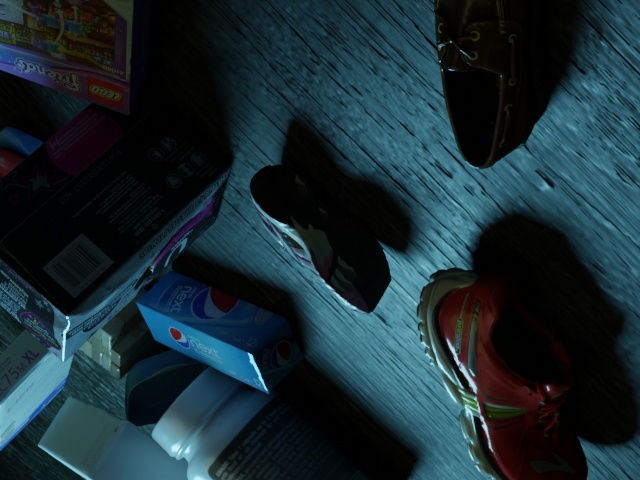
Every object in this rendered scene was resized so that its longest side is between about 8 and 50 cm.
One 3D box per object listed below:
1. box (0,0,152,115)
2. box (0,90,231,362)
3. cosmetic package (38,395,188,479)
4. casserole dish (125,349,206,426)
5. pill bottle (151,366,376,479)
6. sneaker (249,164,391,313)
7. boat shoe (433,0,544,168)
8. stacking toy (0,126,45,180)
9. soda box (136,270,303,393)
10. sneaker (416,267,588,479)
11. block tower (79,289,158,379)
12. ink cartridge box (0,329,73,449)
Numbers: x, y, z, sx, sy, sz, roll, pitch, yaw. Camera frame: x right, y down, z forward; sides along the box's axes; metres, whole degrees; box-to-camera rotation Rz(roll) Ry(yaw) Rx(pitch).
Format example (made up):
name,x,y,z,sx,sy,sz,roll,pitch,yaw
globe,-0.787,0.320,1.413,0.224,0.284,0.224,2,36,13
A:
name,x,y,z,sx,sy,sz,roll,pitch,yaw
box,-0.311,-0.247,1.385,0.293,0.057,0.201,20,149,2
box,-0.239,-0.021,1.490,0.163,0.247,0.142,41,154,8
cosmetic package,-0.189,0.366,1.963,0.377,0.097,0.284,37,168,-20
casserole dish,-0.217,0.198,1.917,0.037,0.114,0.188,63,160,22
pill bottle,-0.063,0.289,1.765,0.283,0.161,0.161,41,152,8
sneaker,0.000,0.000,1.408,0.178,0.072,0.077,50,165,7
boat shoe,0.120,-0.144,1.032,0.073,0.073,0.207,21,143,39
stacking toy,-0.438,0.014,1.747,0.175,0.302,0.166,47,152,-2
soda box,-0.124,0.109,1.703,0.210,0.067,0.071,19,142,39
sneaker,0.189,0.143,1.297,0.118,0.107,0.279,-4,128,44
block tower,-0.367,0.045,1.912,0.335,0.097,0.091,33,143,17
ink cartridge box,-0.464,0.222,2.187,0.065,0.186,0.311,38,152,6
